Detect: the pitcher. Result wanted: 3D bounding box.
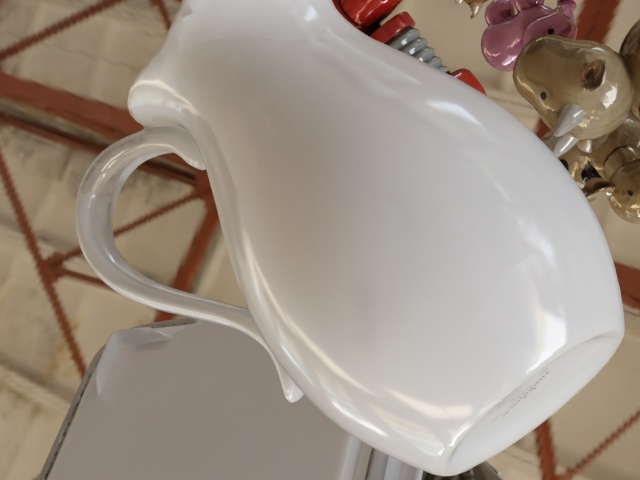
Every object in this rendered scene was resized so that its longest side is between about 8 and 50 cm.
[{"bbox_3d":[0.000,0.000,0.544,0.178,0.125,0.207,-49,-114,25],"label":"pitcher"}]

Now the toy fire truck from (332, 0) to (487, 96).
[{"bbox_3d":[0.093,-0.178,1.322,0.217,0.158,0.246,52,-47,6],"label":"toy fire truck"}]

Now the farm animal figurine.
[{"bbox_3d":[0.226,-0.107,0.962,0.327,0.330,0.172,11,-115,29],"label":"farm animal figurine"}]

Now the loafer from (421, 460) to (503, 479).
[{"bbox_3d":[0.097,0.202,1.008,0.268,0.092,0.102,39,-106,20],"label":"loafer"}]

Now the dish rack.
[{"bbox_3d":[-0.078,0.159,0.927,0.286,0.072,0.333,-9,-141,23],"label":"dish rack"}]
